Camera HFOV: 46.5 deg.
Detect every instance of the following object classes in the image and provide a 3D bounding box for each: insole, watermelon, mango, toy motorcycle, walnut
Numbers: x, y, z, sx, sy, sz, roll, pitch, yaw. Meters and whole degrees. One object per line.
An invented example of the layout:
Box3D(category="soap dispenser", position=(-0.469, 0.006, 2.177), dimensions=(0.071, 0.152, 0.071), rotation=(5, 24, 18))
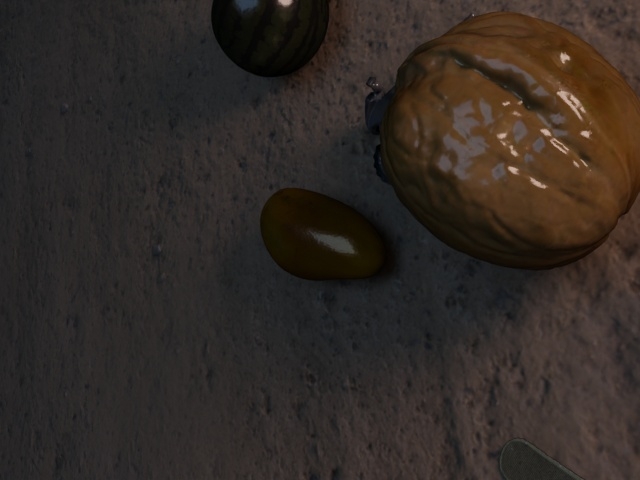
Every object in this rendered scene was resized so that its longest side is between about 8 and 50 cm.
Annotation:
Box3D(category="insole", position=(0.296, 0.309, 0.859), dimensions=(0.232, 0.003, 0.080), rotation=(39, 106, 44))
Box3D(category="watermelon", position=(-0.087, -0.397, 1.311), dimensions=(0.212, 0.212, 0.212), rotation=(-15, 68, 42))
Box3D(category="mango", position=(0.000, 0.000, 1.176), dimensions=(0.253, 0.113, 0.138), rotation=(24, 92, 39))
Box3D(category="toy motorcycle", position=(0.154, -0.210, 1.079), dimensions=(0.270, 0.106, 0.159), rotation=(-51, 50, 29))
Box3D(category="walnut", position=(0.217, -0.116, 0.869), dimensions=(0.313, 0.252, 0.277), rotation=(38, 100, 16))
